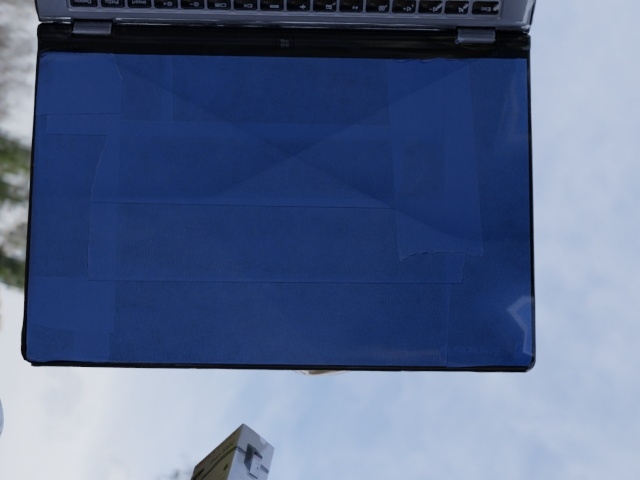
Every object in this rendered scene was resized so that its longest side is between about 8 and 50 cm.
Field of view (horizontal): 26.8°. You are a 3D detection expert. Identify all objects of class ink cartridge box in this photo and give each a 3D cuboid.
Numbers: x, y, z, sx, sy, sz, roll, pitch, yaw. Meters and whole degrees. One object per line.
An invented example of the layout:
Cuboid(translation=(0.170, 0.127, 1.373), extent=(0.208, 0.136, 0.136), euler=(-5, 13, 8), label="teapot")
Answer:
Cuboid(translation=(-0.113, 0.296, 1.604), extent=(0.099, 0.056, 0.135), euler=(-44, -167, 21), label="ink cartridge box")

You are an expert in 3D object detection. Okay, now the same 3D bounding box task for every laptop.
Cuboid(translation=(-0.025, -0.130, 0.929), extent=(0.408, 0.382, 0.236), euler=(92, -3, -45), label="laptop")

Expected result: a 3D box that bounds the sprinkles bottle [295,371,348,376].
Cuboid(translation=(0.000, 0.000, 1.822), extent=(0.121, 0.121, 0.355), euler=(-39, -134, 50), label="sprinkles bottle")

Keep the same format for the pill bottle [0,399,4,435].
Cuboid(translation=(-0.254, 0.143, 0.718), extent=(0.117, 0.117, 0.208), euler=(-55, -176, 32), label="pill bottle")
